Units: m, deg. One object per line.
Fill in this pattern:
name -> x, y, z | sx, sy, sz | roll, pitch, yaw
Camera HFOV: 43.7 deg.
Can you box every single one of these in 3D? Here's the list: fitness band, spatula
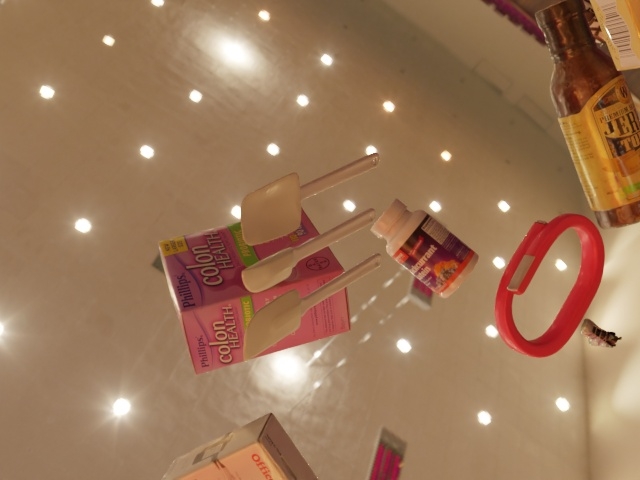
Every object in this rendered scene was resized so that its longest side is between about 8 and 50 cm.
fitness band -> 0.439, 0.084, 1.521 | 0.209, 0.054, 0.291 | 44, -106, -32
spatula -> 0.000, 0.000, 0.799 | 0.019, 0.168, 0.242 | 12, -155, 34

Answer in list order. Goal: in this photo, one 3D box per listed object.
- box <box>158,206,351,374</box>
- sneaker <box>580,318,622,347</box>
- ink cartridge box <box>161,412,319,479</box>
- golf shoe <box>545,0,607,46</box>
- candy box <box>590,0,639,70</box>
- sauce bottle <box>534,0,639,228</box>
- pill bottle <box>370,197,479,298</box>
box -> -0.105, 0.068, 1.226 | 0.243, 0.117, 0.213 | -15, -148, -12
sneaker -> 0.558, 0.185, 1.575 | 0.098, 0.069, 0.038 | 37, -111, -47
ink cartridge box -> -0.091, 0.280, 0.913 | 0.109, 0.150, 0.063 | 57, -159, -10
golf shoe -> 0.556, -0.448, 1.626 | 0.077, 0.198, 0.094 | -73, -29, -43
candy box -> 0.381, -0.378, 0.911 | 0.316, 0.183, 0.087 | 65, 176, -12
sauce bottle -> 0.409, -0.190, 1.189 | 0.111, 0.111, 0.344 | -35, -76, -54
pill bottle -> 0.193, 0.010, 1.506 | 0.193, 0.108, 0.108 | 39, -144, 3
